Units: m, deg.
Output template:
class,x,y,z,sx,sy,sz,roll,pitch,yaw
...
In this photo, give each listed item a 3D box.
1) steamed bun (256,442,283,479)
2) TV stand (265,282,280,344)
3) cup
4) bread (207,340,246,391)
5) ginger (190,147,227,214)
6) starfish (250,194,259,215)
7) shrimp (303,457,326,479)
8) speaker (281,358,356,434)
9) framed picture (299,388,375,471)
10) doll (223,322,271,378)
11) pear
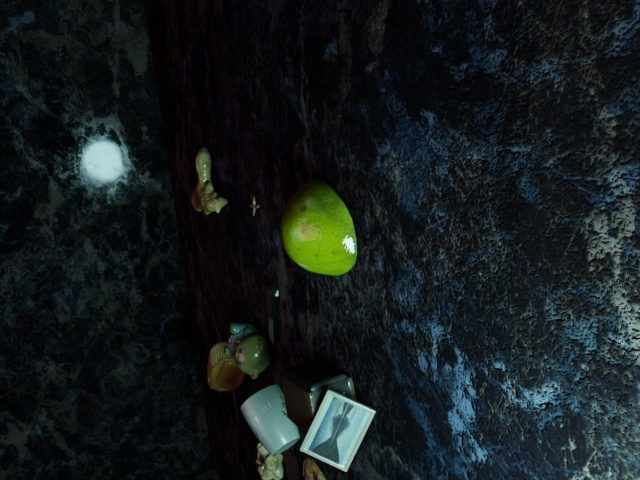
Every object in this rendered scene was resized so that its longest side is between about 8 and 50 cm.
class,x,y,z,sx,sy,sz,roll,pitch,yaw
steamed bun,-0.250,1.066,2.182,0.192,0.106,0.177,48,142,42
TV stand,-0.189,0.298,1.820,0.049,0.040,0.256,34,130,52
cup,-0.191,0.765,1.909,0.234,0.186,0.258,54,175,26
bread,-0.502,0.666,2.435,0.156,0.204,0.288,-107,24,-50
ginger,-0.588,-0.226,2.296,0.363,0.122,0.348,-54,44,43
starfish,-0.267,-0.138,1.825,0.092,0.016,0.086,18,119,57
shrimp,0.003,0.952,1.701,0.289,0.075,0.178,-114,29,-50
speaker,-0.007,0.502,1.428,0.231,0.153,0.192,2,103,62
framed picture,0.048,0.538,1.282,0.015,0.150,0.203,-55,-10,-82
doll,-0.317,0.485,2.013,0.261,0.162,0.176,25,101,60
pear,-0.003,-0.002,1.254,0.239,0.139,0.287,28,127,46
